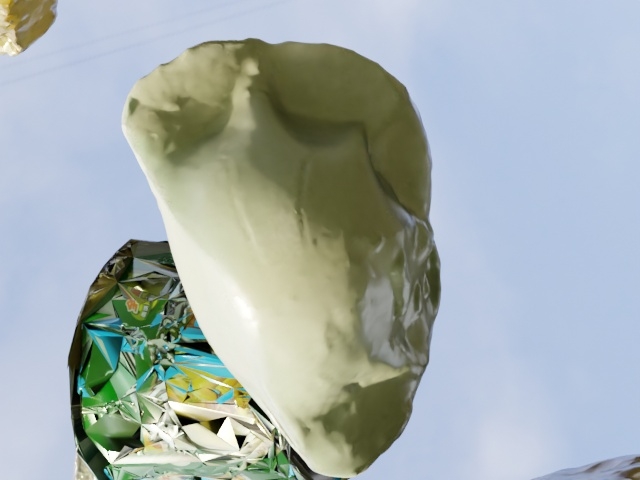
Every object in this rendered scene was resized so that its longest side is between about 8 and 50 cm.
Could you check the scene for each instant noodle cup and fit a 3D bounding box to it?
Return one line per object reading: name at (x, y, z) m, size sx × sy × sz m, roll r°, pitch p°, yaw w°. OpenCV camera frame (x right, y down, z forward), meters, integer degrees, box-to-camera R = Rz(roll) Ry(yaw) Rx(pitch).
instant noodle cup at (-0.066, 0.110, 1.186) m, size 0.240 × 0.178 × 0.240 m, roll 1°, pitch -92°, yaw -62°

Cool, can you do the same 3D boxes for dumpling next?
dumpling at (0.000, 0.000, 0.730) m, size 0.151 × 0.124 × 0.229 m, roll -28°, pitch -74°, yaw -21°

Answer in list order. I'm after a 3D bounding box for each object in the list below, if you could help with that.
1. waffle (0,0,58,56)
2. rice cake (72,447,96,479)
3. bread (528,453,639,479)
waffle at (-0.233, -0.240, 0.808) m, size 0.221 × 0.248 × 0.055 m, roll 44°, pitch -111°, yaw 9°
rice cake at (-0.201, 0.227, 1.305) m, size 0.049 × 0.270 × 0.055 m, roll 14°, pitch -151°, yaw 6°
bread at (0.097, 0.230, 0.753) m, size 0.314 × 0.370 × 0.192 m, roll -13°, pitch -123°, yaw -22°
